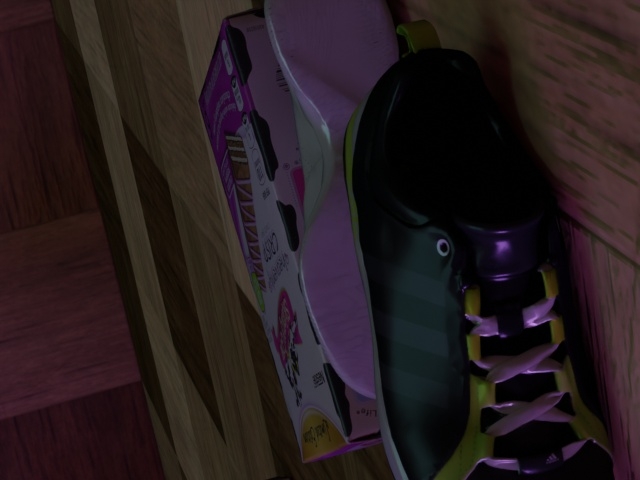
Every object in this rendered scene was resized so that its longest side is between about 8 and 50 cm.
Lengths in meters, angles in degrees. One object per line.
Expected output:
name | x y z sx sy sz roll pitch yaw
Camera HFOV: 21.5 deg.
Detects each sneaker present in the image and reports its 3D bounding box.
sneaker | 0.058 0.026 0.656 0.097 0.084 0.235 107 146 -68
sneaker | 0.024 -0.029 0.820 0.094 0.080 0.212 70 -169 -85

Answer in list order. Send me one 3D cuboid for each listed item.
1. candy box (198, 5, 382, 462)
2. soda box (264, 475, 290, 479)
candy box | 0.000 0.000 0.938 0.159 0.071 0.233 127 126 -75
soda box | -0.108 0.269 1.535 0.058 0.181 0.061 148 106 -78
